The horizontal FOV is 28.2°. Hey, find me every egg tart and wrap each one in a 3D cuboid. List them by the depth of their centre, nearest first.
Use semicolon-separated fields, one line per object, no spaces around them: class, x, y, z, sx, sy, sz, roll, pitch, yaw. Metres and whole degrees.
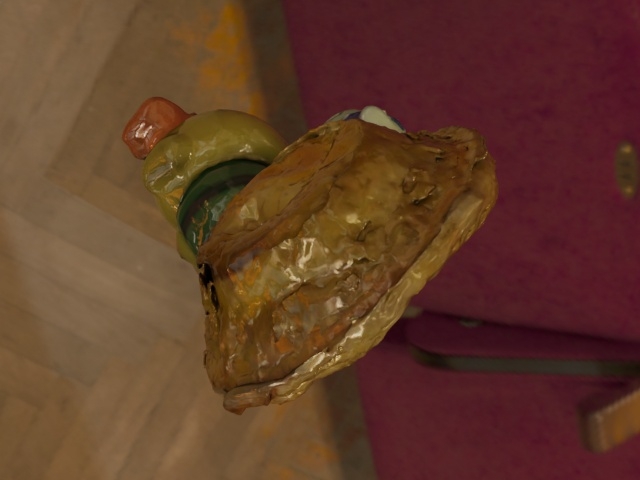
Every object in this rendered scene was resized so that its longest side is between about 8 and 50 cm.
egg tart;0.003;-0.003;1.101;0.341;0.341;0.129;-45;109;-14

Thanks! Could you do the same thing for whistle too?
whistle;0.051;-0.114;1.547;0.110;0.244;0.092;-31;104;-9

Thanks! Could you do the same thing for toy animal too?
toy animal;-0.116;-0.064;1.676;0.191;0.338;0.216;-41;132;8
